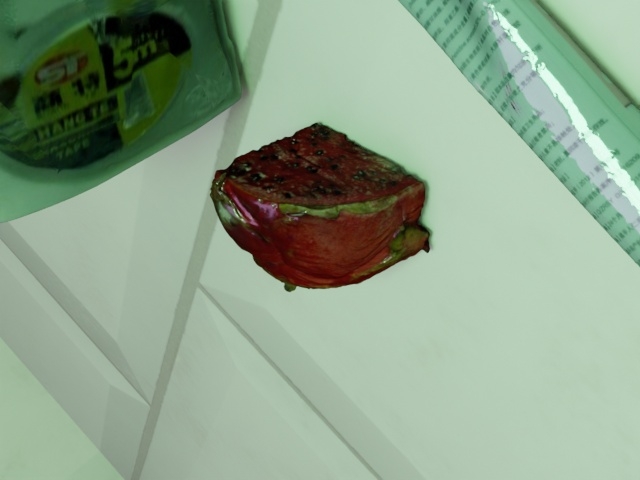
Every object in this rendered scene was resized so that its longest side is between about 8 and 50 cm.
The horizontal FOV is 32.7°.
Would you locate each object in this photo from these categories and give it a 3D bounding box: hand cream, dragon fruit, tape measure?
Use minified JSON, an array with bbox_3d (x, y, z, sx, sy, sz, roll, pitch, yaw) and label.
[{"bbox_3d":[0.140,-0.068,0.616,0.331,0.058,0.085,47,154,8],"label":"hand cream"},{"bbox_3d":[0.001,0.001,0.850,0.120,0.127,0.161,40,151,38],"label":"dragon fruit"},{"bbox_3d":[-0.196,-0.162,0.811,0.138,0.259,0.262,33,143,31],"label":"tape measure"}]
